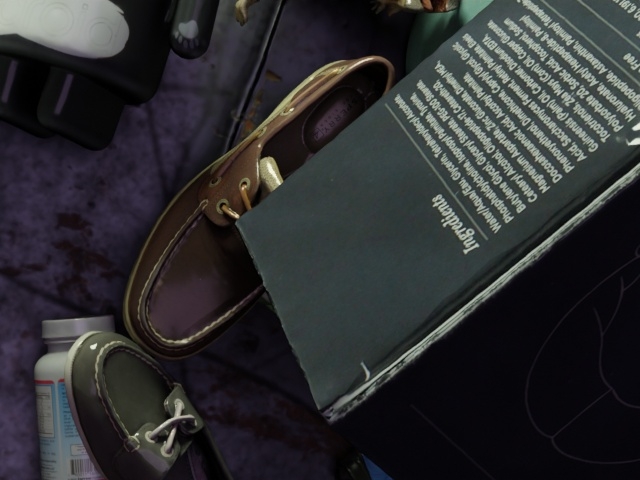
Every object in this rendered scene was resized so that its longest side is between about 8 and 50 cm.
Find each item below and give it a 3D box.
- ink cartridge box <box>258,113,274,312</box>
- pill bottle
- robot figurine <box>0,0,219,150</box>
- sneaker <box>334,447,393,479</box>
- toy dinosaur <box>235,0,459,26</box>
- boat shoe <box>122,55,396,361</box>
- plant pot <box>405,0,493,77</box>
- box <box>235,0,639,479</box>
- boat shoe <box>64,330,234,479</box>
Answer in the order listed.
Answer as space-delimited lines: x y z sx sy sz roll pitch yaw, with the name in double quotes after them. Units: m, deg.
0.000 0.000 1.292 0.235 0.056 0.171 41 78 -8 "ink cartridge box"
-0.217 0.150 1.211 0.087 0.087 0.160 -3 89 -15 "pill bottle"
-0.205 -0.226 1.185 0.209 0.173 0.278 17 84 -17 "robot figurine"
0.073 0.266 1.298 0.084 0.058 0.152 -34 93 -19 "sneaker"
0.008 -0.325 1.274 0.200 0.127 0.296 -11 79 -22 "toy dinosaur"
-0.048 -0.036 1.188 0.123 0.123 0.342 44 78 -7 "boat shoe"
0.254 -0.174 1.283 0.293 0.196 0.293 1 88 -18 "plant pot"
0.277 0.040 1.090 0.472 0.297 0.480 -41 124 7 "box"
-0.116 0.221 1.185 0.112 0.095 0.335 -49 124 -47 "boat shoe"
